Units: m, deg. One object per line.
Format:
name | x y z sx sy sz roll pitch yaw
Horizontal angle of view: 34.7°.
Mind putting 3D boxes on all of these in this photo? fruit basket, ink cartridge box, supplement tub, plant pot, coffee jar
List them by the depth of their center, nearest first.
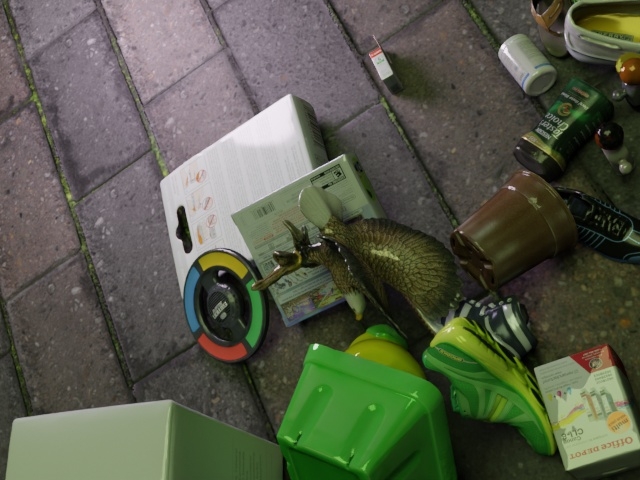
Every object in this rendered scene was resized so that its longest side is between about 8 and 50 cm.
ink cartridge box | 0.436 0.278 1.624 0.128 0.127 0.176 -22 61 17
fruit basket | 0.107 0.303 1.683 0.283 0.392 0.392 16 77 32
plant pot | 0.323 -0.007 1.754 0.165 0.167 0.167 -35 55 -15
coffee jar | 0.439 -0.198 1.857 0.184 0.079 0.096 -50 56 1
supplement tub | 0.394 -0.333 1.944 0.071 0.071 0.107 -35 57 11
ink cartridge box | 0.128 -0.360 2.098 0.029 0.063 0.115 -30 58 11
ink cartridge box | -0.149 -0.079 2.127 0.385 0.091 0.308 -31 58 26

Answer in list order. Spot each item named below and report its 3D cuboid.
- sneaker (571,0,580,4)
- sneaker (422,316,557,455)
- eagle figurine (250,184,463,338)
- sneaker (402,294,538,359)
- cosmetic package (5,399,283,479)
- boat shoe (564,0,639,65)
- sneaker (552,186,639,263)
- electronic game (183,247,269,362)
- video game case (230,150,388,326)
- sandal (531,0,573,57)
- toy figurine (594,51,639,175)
sneaker | 0.514 -0.473 1.907 0.240 0.126 0.091 3 71 28
sneaker | 0.277 0.245 1.659 0.123 0.295 0.109 -37 19 20
eagle figurine | 0.073 0.049 1.757 0.298 0.225 0.226 9 64 38
sneaker | 0.262 0.126 1.801 0.153 0.099 0.282 -39 51 0
cosmetic package | -0.292 0.488 1.755 0.330 0.394 0.327 -10 65 23
boat shoe | 0.607 -0.376 1.774 0.367 0.156 0.135 11 78 20
sneaker | 0.472 -0.030 1.759 0.232 0.090 0.081 22 80 33
electronic game | -0.188 0.128 2.012 0.229 0.048 0.229 7 101 38
video game case | 0.000 0.000 1.925 0.270 0.061 0.244 -26 90 25
sandal | 0.430 -0.446 1.907 0.060 0.219 0.090 -26 36 -29
toy figurine | 0.583 -0.204 1.742 0.210 0.148 0.213 20 79 33
